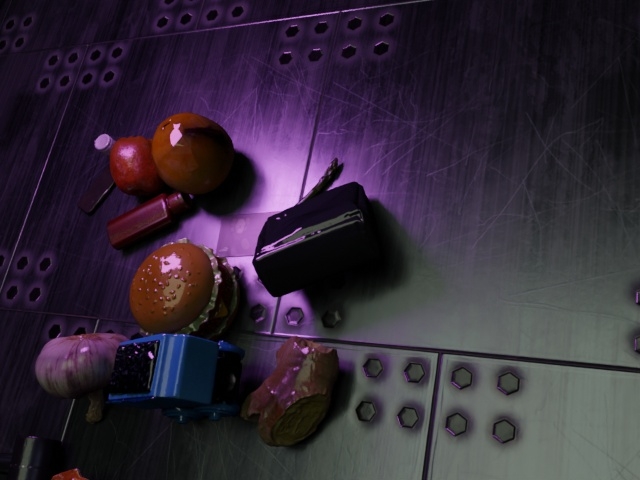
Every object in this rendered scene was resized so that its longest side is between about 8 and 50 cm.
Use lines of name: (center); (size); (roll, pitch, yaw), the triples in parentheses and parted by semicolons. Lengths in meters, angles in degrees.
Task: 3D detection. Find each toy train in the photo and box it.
toy train: (-0.341, 0.322, 1.595); (0.300, 0.265, 0.187); (-17, 60, 44)

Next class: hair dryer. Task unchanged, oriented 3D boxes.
hair dryer: (-0.832, 0.646, 1.807); (0.303, 0.116, 0.244); (-8, 64, 34)

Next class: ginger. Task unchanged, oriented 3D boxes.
ginger: (-0.069, 0.334, 1.566); (0.276, 0.130, 0.221); (-36, 47, 8)

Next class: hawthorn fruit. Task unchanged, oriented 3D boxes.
hawthorn fruit: (-0.532, -0.217, 2.004); (0.189, 0.189, 0.189); (-10, 64, 21)

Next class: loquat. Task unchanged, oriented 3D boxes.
loquat: (-0.354, -0.240, 1.891); (0.235, 0.235, 0.234); (-10, 64, 21)

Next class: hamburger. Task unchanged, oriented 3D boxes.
hamburger: (-0.356, 0.132, 1.735); (0.275, 0.212, 0.274); (-10, 64, 21)

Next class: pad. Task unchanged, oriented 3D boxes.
pad: (-0.196, -0.016, 1.851); (0.190, 0.004, 0.127); (-3, 67, 23)

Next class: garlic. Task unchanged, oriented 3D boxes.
garlic: (-0.607, 0.365, 1.773); (0.245, 0.245, 0.252); (0, 100, 25)

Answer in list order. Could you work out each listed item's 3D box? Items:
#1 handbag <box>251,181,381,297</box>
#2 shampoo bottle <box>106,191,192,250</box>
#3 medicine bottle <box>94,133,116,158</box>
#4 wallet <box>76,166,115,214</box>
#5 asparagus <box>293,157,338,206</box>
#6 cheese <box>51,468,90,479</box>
handbag: (0.001, 0.003, 1.668); (0.302, 0.177, 0.275); (-23, 17, 12)
shampoo bottle: (-0.497, -0.068, 1.978); (0.260, 0.064, 0.102); (-26, 59, 13)
medicine bottle: (-0.660, -0.290, 2.140); (0.057, 0.089, 0.057); (-10, 65, 21)
wallet: (-0.701, -0.156, 2.140); (0.082, 0.018, 0.156); (33, 84, 33)
asparagus: (-0.026, -0.126, 1.806); (0.034, 0.027, 0.236); (43, 90, 22)
cheese: (-0.588, 0.722, 1.634); (0.217, 0.129, 0.329); (-23, 72, 11)
